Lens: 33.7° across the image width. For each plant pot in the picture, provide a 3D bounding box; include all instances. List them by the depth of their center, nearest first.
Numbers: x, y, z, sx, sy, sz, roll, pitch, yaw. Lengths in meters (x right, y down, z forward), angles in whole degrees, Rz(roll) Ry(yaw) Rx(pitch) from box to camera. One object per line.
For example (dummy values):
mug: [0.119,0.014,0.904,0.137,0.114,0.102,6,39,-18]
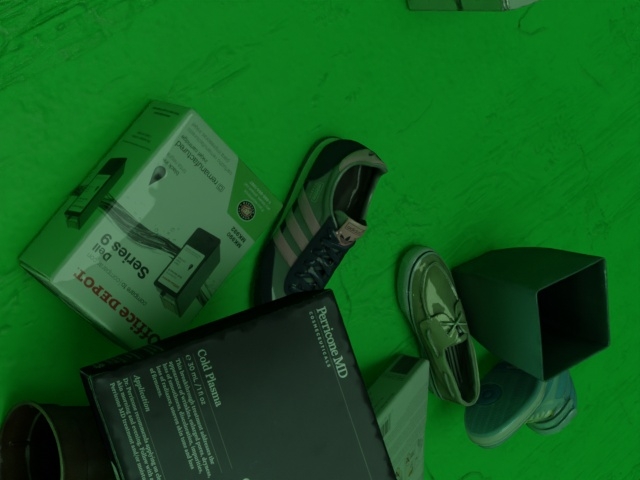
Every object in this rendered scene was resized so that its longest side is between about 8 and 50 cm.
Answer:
plant pot: [-0.317,0.289,1.413,0.165,0.167,0.167,1,102,-44]
plant pot: [0.345,0.103,1.802,0.165,0.234,0.166,-21,114,-30]

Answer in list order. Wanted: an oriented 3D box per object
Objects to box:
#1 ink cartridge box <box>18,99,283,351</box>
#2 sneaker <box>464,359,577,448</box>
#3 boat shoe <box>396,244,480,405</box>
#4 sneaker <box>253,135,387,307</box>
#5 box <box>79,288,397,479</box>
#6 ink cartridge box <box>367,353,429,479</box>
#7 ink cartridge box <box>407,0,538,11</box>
ink cartridge box: [-0.223,-0.009,1.420,0.289,0.121,0.211,-53,126,-13]
sneaker: [0.379,0.309,1.919,0.319,0.127,0.208,-45,127,-37]
boat shoe: [0.214,0.147,1.805,0.109,0.094,0.302,-32,119,-26]
sneaker: [0.000,0.000,1.583,0.112,0.131,0.319,19,91,-39]
box: [-0.094,0.271,1.320,0.312,0.179,0.343,-18,91,-17]
ink cartridge box: [0.105,0.347,1.722,0.275,0.060,0.239,-35,130,-60]
ink cartridge box: [0.254,-0.408,1.609,0.158,0.218,0.092,-24,115,-30]
